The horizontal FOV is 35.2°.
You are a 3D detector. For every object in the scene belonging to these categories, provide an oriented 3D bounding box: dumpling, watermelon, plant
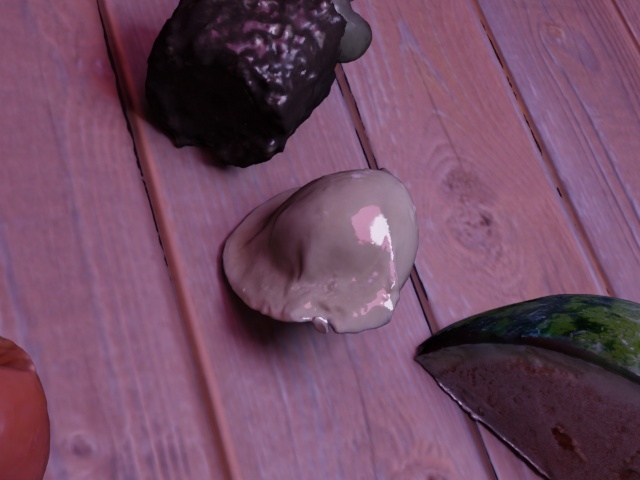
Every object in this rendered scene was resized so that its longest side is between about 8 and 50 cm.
[{"bbox_3d":[0.000,0.002,0.791,0.155,0.181,0.111,-4,97,-1],"label":"dumpling"},{"bbox_3d":[0.238,0.137,0.821,0.305,0.180,0.224,40,4,3],"label":"watermelon"},{"bbox_3d":[-0.032,-0.190,0.861,0.149,0.146,0.274,34,48,-4],"label":"plant"}]

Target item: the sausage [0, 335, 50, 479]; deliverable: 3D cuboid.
[{"bbox_3d":[-0.252,0.129,0.517,0.254,0.148,0.148,-18,70,-38],"label":"sausage"}]
